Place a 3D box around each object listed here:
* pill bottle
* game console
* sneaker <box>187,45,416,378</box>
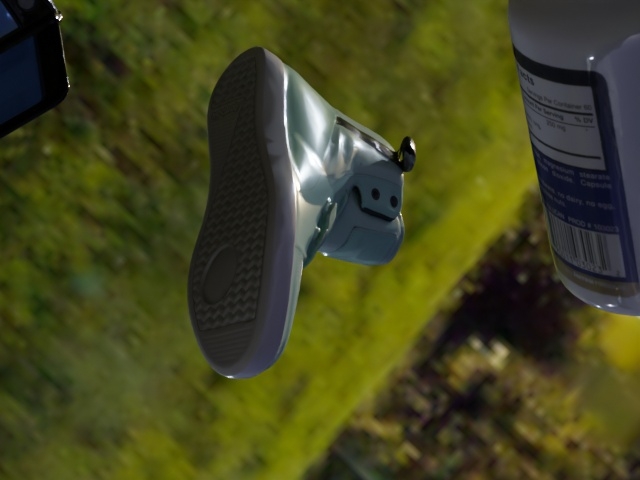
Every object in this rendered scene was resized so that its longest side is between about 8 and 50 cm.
[{"bbox_3d":[0.123,-0.064,0.759,0.094,0.094,0.169,-44,131,-40],"label":"pill bottle"},{"bbox_3d":[-0.229,-0.118,1.260,0.122,0.107,0.071,-28,-161,18],"label":"game console"},{"bbox_3d":[0.000,-0.001,1.286,0.094,0.151,0.256,-37,-144,37],"label":"sneaker"}]
